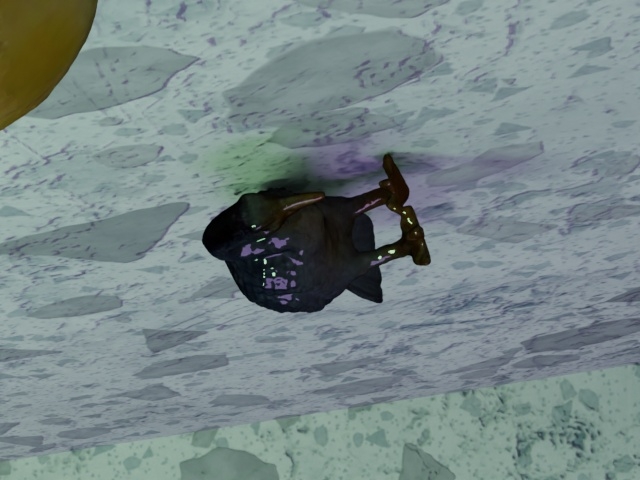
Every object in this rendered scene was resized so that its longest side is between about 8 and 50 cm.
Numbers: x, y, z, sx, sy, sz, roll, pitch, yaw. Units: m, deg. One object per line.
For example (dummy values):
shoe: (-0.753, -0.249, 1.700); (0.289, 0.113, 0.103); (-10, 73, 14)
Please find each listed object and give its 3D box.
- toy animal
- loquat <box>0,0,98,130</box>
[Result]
toy animal: (0.000, 0.000, 1.480); (0.185, 0.122, 0.298); (-20, 170, 3)
loquat: (-0.224, -0.134, 0.728); (0.243, 0.244, 0.244); (-7, 163, -2)
